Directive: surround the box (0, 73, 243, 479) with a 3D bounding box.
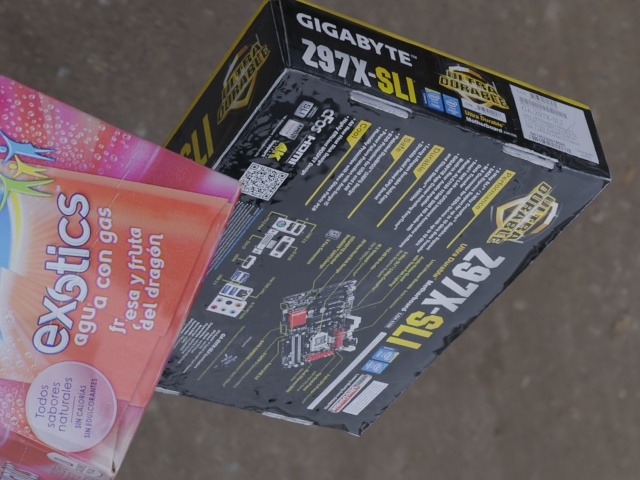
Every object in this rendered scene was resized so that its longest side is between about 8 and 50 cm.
[{"bbox_3d":[-0.156,0.040,0.789,0.300,0.154,0.142,131,-17,-71],"label":"box"}]

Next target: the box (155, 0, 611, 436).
[{"bbox_3d":[0.000,0.000,1.101,0.257,0.079,0.322,14,134,-29],"label":"box"}]
